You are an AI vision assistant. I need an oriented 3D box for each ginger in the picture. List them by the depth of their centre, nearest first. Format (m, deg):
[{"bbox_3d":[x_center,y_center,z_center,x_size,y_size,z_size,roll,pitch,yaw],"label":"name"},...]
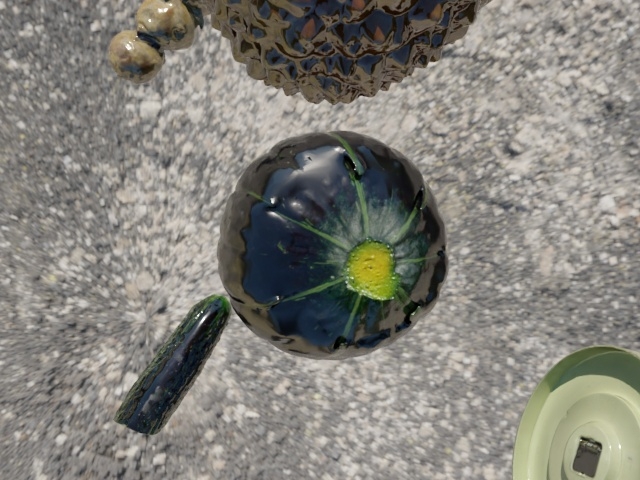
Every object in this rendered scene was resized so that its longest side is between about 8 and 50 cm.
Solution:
[{"bbox_3d":[-0.204,-0.296,1.222,0.080,0.104,0.204,40,93,23],"label":"ginger"}]

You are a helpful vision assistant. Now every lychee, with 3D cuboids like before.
[{"bbox_3d":[0.019,-0.186,0.485,0.200,0.200,0.238,15,63,-9],"label":"lychee"}]

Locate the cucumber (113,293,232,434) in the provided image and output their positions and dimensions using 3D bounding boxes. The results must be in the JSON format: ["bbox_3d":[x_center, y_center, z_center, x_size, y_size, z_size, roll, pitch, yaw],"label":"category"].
[{"bbox_3d":[-0.208,0.180,1.354,0.074,0.074,0.241,35,75,-6],"label":"cucumber"}]

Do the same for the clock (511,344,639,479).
[{"bbox_3d":[0.277,0.221,0.929,0.029,0.235,0.234,16,82,-23],"label":"clock"}]

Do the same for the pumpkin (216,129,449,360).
[{"bbox_3d":[0.000,0.000,1.174,0.296,0.296,0.295,1,85,-11],"label":"pumpkin"}]
